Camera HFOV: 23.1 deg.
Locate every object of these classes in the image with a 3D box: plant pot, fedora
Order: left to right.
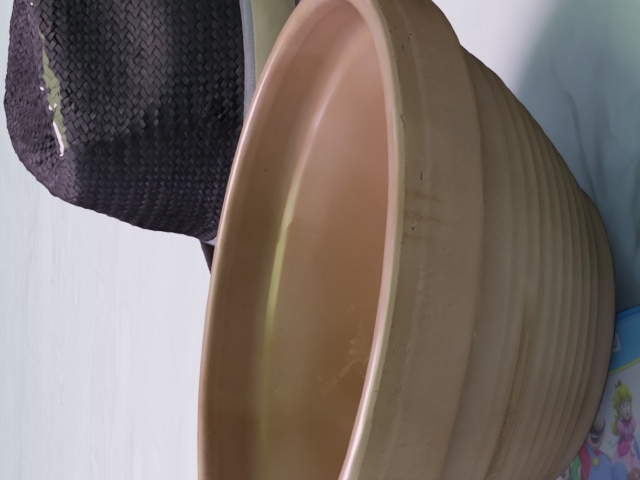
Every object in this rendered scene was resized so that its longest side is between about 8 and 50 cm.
[{"bbox_3d":[-0.109,-0.112,0.943,0.334,0.152,0.334,178,90,-73],"label":"fedora"},{"bbox_3d":[0.034,0.028,0.582,0.237,0.109,0.237,-172,90,-73],"label":"plant pot"}]

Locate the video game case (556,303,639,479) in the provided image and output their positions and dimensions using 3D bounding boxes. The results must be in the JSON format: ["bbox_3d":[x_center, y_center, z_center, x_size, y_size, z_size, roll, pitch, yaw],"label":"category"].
[{"bbox_3d":[0.115,0.108,0.546,0.119,0.015,0.166,143,122,-68],"label":"video game case"}]
